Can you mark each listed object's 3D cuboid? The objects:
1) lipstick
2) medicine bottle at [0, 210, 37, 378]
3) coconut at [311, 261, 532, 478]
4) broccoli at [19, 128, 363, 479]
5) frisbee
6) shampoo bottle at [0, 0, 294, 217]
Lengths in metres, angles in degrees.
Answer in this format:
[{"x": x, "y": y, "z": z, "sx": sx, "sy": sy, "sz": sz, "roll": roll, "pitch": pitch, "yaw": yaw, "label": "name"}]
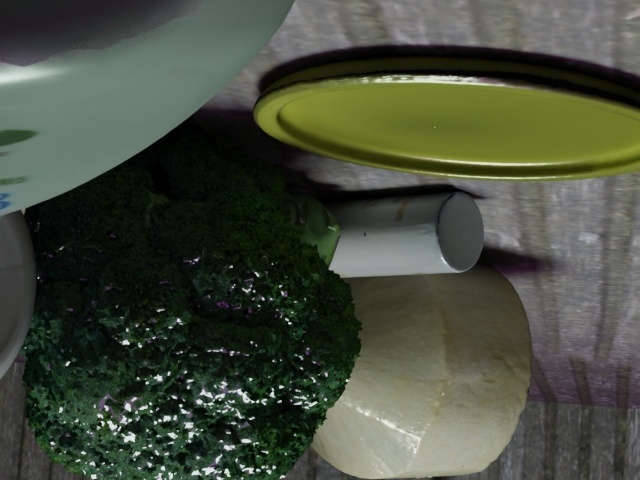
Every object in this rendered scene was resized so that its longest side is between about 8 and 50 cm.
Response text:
[{"x": 0.000, "y": 0.000, "z": 1.195, "sx": 0.264, "sy": 0.059, "sz": 0.059, "roll": -3, "pitch": 168, "yaw": 41, "label": "lipstick"}, {"x": -0.317, "y": 0.018, "z": 0.983, "sx": 0.289, "sy": 0.157, "sz": 0.157, "roll": 4, "pitch": 172, "yaw": 41, "label": "medicine bottle"}, {"x": 0.065, "y": 0.102, "z": 1.370, "sx": 0.222, "sy": 0.202, "sz": 0.202, "roll": 10, "pitch": 170, "yaw": -39, "label": "coconut"}, {"x": -0.086, "y": 0.040, "z": 1.057, "sx": 0.270, "sy": 0.269, "sz": 0.270, "roll": -1, "pitch": -160, "yaw": 32, "label": "broccoli"}, {"x": 0.080, "y": -0.064, "z": 0.889, "sx": 0.236, "sy": 0.017, "sz": 0.236, "roll": 4, "pitch": 171, "yaw": 1, "label": "frisbee"}, {"x": -0.131, "y": -0.082, "z": 0.481, "sx": 0.222, "sy": 0.151, "sz": 0.349, "roll": 5, "pitch": 172, "yaw": -14, "label": "shampoo bottle"}]
